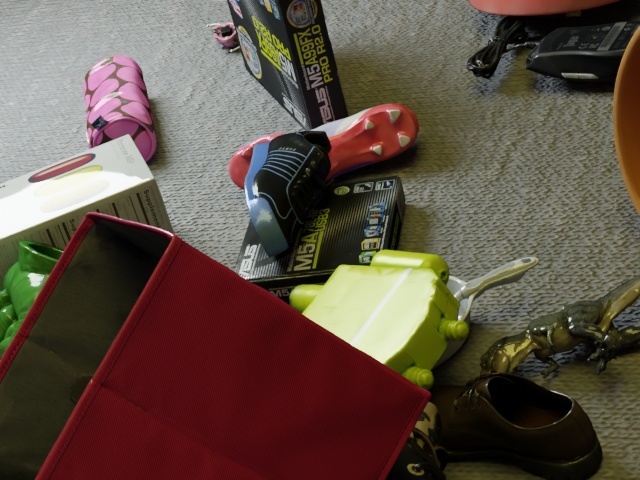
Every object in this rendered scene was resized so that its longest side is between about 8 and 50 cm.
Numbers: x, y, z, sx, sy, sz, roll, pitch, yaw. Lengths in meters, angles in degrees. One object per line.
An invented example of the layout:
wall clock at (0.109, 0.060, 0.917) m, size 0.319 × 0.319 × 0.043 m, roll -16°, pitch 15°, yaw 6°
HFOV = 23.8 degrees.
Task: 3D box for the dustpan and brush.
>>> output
dustpan and brush at (0.135, 0.071, 1.613) m, size 0.211 × 0.060 × 0.147 m, roll -17°, pitch 34°, yaw -1°

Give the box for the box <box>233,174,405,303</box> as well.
box at (0.000, 0.000, 1.785) m, size 0.184 × 0.045 × 0.191 m, roll -4°, pitch 35°, yaw 14°

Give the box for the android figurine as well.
android figurine at (0.038, 0.102, 1.542) m, size 0.273 × 0.056 × 0.248 m, roll 1°, pitch 47°, yaw 52°

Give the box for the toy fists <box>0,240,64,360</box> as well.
toy fists at (-0.273, 0.102, 1.660) m, size 0.279 × 0.142 × 0.096 m, roll 22°, pitch 7°, yaw 42°

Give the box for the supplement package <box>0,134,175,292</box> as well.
supplement package at (-0.309, -0.006, 1.839) m, size 0.244 × 0.134 × 0.139 m, roll -23°, pitch 34°, yaw -10°

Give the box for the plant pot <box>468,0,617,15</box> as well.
plant pot at (0.320, -0.468, 2.110) m, size 0.275 × 0.243 × 0.275 m, roll -10°, pitch 23°, yaw 4°

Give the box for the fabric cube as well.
fabric cube at (-0.118, 0.154, 1.255) m, size 0.259 × 0.258 × 0.254 m, roll -61°, pitch 24°, yaw -8°

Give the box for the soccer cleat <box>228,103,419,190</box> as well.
soccer cleat at (0.006, -0.115, 1.935) m, size 0.248 × 0.083 × 0.095 m, roll -18°, pitch 4°, yaw 6°

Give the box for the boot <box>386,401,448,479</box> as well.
boot at (0.113, 0.243, 1.312) m, size 0.377 × 0.138 × 0.284 m, roll -23°, pitch 34°, yaw 5°

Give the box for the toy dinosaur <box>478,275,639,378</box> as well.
toy dinosaur at (0.284, 0.090, 1.529) m, size 0.268 × 0.064 × 0.118 m, roll -24°, pitch 28°, yaw -18°

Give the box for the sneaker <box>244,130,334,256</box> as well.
sneaker at (-0.033, -0.066, 1.783) m, size 0.090 × 0.081 × 0.232 m, roll -18°, pitch 30°, yaw 11°

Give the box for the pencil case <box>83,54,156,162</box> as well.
pencil case at (-0.288, -0.180, 2.127) m, size 0.098 × 0.095 × 0.209 m, roll -29°, pitch 31°, yaw 8°

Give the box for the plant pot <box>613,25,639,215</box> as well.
plant pot at (0.475, -0.122, 1.587) m, size 0.203 × 0.291 × 0.291 m, roll -13°, pitch 30°, yaw -27°

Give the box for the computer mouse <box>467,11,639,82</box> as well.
computer mouse at (0.340, -0.257, 2.014) m, size 0.262 × 0.060 × 0.184 m, roll -3°, pitch 30°, yaw 27°

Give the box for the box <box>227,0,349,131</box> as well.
box at (-0.058, -0.290, 2.074) m, size 0.060 × 0.216 × 0.270 m, roll -22°, pitch 35°, yaw -12°

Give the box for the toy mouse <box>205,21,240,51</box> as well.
toy mouse at (-0.108, -0.308, 2.284) m, size 0.161 × 0.031 × 0.143 m, roll -3°, pitch 36°, yaw 19°

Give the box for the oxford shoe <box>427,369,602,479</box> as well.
oxford shoe at (0.154, 0.158, 1.450) m, size 0.227 × 0.096 × 0.083 m, roll 3°, pitch 43°, yaw 31°
